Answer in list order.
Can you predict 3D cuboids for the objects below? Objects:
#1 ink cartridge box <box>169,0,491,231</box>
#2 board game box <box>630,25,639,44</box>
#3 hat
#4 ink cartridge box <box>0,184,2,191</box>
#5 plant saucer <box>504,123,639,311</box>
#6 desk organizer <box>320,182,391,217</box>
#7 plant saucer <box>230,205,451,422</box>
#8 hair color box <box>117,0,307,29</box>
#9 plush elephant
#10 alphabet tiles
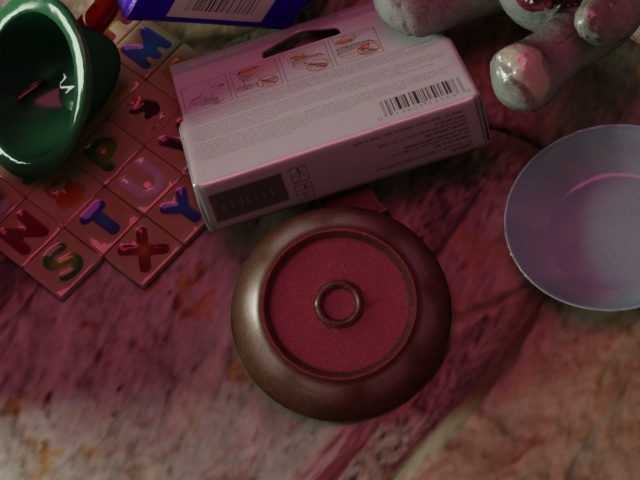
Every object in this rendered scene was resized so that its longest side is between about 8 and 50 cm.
[{"bbox_3d":[0.000,-0.131,1.809,0.275,0.060,0.239,-18,33,0],"label":"ink cartridge box"},{"bbox_3d":[0.311,-0.248,1.826,0.103,0.026,0.154,-44,60,-13],"label":"board game box"},{"bbox_3d":[-0.220,-0.165,1.898,0.173,0.183,0.208,34,114,35],"label":"hat"},{"bbox_3d":[-0.417,0.000,1.764,0.100,0.172,0.237,15,67,23],"label":"ink cartridge box"},{"bbox_3d":[0.262,-0.014,1.691,0.195,0.037,0.195,-6,58,10],"label":"plant saucer"},{"bbox_3d":[0.000,0.000,1.743,0.130,0.047,0.050,-31,55,-6],"label":"desk organizer"},{"bbox_3d":[0.017,0.060,1.674,0.198,0.036,0.199,-1,74,4],"label":"plant saucer"},{"bbox_3d":[-0.136,-0.376,1.906,0.185,0.110,0.339,1,58,-29],"label":"hair color box"},{"bbox_3d":[0.218,-0.310,1.691,0.330,0.255,0.272,-23,35,-11],"label":"plush elephant"},{"bbox_3d":[-0.232,-0.101,1.882,0.342,0.011,0.285,35,73,29],"label":"alphabet tiles"}]
